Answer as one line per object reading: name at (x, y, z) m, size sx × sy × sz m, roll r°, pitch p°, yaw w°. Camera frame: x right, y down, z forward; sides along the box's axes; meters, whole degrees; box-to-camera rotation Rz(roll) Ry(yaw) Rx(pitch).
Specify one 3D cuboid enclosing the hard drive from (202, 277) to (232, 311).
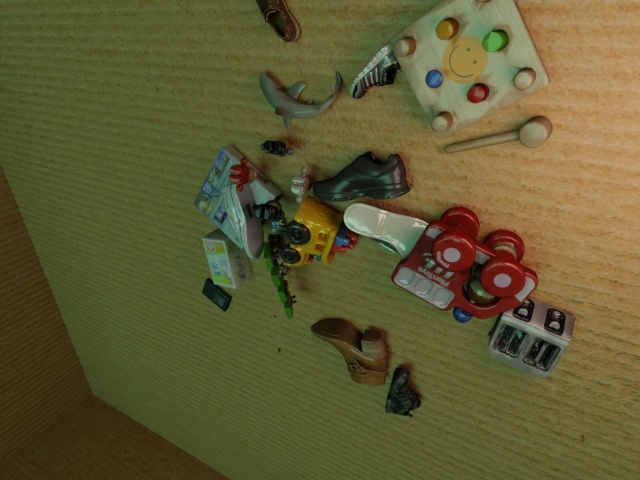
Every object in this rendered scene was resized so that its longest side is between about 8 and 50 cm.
hard drive at (-0.443, 0.232, 1.822) m, size 0.135 × 0.022 × 0.094 m, roll 37°, pitch 130°, yaw 11°

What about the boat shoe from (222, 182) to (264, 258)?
boat shoe at (-0.255, -0.065, 1.402) m, size 0.084 × 0.095 × 0.258 m, roll -5°, pitch 99°, yaw 35°

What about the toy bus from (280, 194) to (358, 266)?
toy bus at (0.000, 0.000, 1.333) m, size 0.211 × 0.150 × 0.220 m, roll 22°, pitch 130°, yaw 2°

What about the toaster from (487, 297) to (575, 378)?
toaster at (0.540, 0.249, 1.120) m, size 0.168 × 0.110 × 0.186 m, roll 24°, pitch 127°, yaw 22°

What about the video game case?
video game case at (-0.287, -0.144, 1.467) m, size 0.244 × 0.061 × 0.270 m, roll 42°, pitch 125°, yaw 5°

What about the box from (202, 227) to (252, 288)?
box at (-0.349, 0.064, 1.610) m, size 0.114 × 0.103 × 0.203 m, roll 8°, pitch 120°, yaw 29°

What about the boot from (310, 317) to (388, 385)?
boot at (0.104, 0.397, 1.513) m, size 0.283 × 0.109 × 0.220 m, roll 4°, pitch 122°, yaw 24°

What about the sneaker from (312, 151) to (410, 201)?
sneaker at (0.107, -0.177, 1.186) m, size 0.286 × 0.109 × 0.130 m, roll -2°, pitch 105°, yaw 27°

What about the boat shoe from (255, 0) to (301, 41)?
boat shoe at (-0.122, -0.597, 1.110) m, size 0.064 × 0.060 × 0.178 m, roll -32°, pitch 95°, yaw 41°

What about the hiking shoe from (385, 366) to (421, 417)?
hiking shoe at (0.294, 0.522, 1.471) m, size 0.114 × 0.086 × 0.227 m, roll 14°, pitch 129°, yaw 11°

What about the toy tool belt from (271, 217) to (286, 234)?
toy tool belt at (-0.139, -0.056, 1.446) m, size 0.051 × 0.052 × 0.083 m, roll 2°, pitch 125°, yaw -3°

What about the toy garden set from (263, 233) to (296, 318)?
toy garden set at (-0.129, 0.105, 1.455) m, size 0.049 × 0.204 × 0.245 m, roll -17°, pitch 119°, yaw 3°

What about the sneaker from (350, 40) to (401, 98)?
sneaker at (0.139, -0.396, 1.044) m, size 0.075 × 0.063 × 0.170 m, roll 48°, pitch 136°, yaw 0°

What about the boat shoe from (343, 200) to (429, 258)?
boat shoe at (0.218, -0.023, 1.199) m, size 0.319 × 0.099 × 0.116 m, roll 23°, pitch 100°, yaw 2°

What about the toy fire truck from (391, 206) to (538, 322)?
toy fire truck at (0.361, 0.083, 1.080) m, size 0.302 × 0.169 × 0.254 m, roll 29°, pitch 126°, yaw 5°

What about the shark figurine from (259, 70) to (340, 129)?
shark figurine at (-0.064, -0.369, 1.171) m, size 0.278 × 0.116 × 0.166 m, roll 13°, pitch 124°, yaw 29°

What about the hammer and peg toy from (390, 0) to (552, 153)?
hammer and peg toy at (0.327, -0.332, 0.917) m, size 0.265 × 0.127 × 0.362 m, roll -21°, pitch 103°, yaw 40°

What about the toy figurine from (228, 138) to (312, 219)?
toy figurine at (-0.142, -0.181, 1.275) m, size 0.209 × 0.148 × 0.213 m, roll -37°, pitch 91°, yaw 11°
